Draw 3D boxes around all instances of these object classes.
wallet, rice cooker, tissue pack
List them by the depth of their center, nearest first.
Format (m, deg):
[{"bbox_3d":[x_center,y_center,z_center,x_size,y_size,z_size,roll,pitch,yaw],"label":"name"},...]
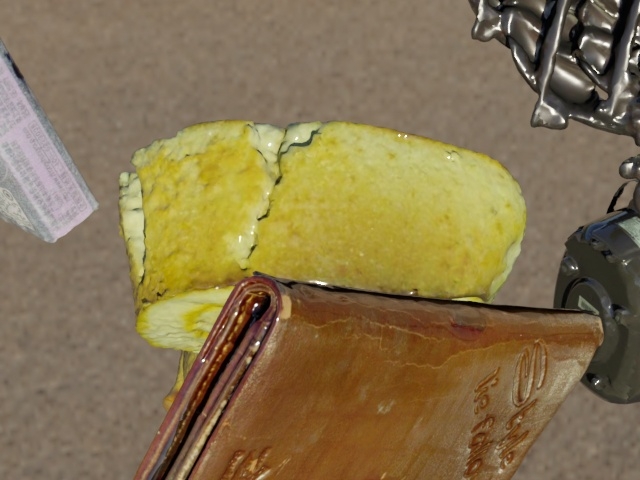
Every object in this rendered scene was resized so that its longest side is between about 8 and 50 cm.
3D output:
[{"bbox_3d":[0.017,0.056,0.506,0.026,0.095,0.176,39,16,30],"label":"wallet"},{"bbox_3d":[-0.203,-0.079,1.033,0.051,0.156,0.112,-41,37,-19],"label":"tissue pack"},{"bbox_3d":[0.272,0.049,1.513,0.118,0.203,0.142,-17,40,-27],"label":"rice cooker"}]

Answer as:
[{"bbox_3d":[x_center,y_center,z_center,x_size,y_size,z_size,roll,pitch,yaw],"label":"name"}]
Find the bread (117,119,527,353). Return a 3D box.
[{"bbox_3d":[0.000,0.000,1.138,0.257,0.186,0.124,-3,76,-4],"label":"bread"}]

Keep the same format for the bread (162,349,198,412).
[{"bbox_3d":[-0.003,0.129,1.587,0.269,0.270,0.148,5,69,8],"label":"bread"}]

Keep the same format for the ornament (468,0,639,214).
[{"bbox_3d":[0.200,-0.147,1.048,0.251,0.260,0.106,17,20,-3],"label":"ornament"}]
